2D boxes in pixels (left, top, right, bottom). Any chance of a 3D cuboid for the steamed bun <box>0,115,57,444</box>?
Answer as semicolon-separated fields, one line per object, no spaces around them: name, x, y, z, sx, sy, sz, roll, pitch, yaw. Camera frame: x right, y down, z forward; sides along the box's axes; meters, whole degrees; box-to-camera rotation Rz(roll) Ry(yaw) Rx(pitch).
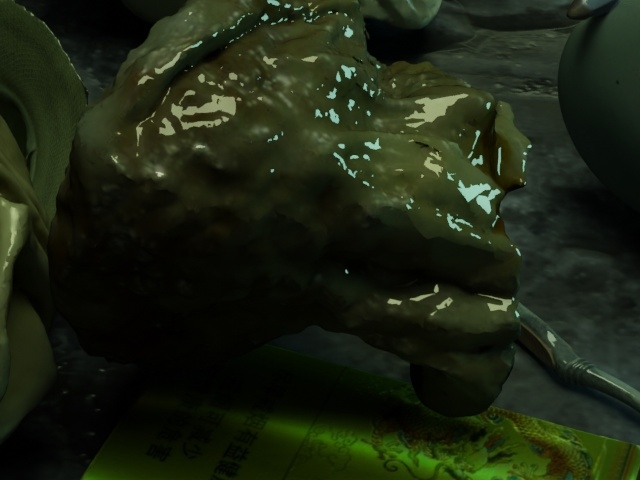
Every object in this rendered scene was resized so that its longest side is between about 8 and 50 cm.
steamed bun;-0.269;0.042;1.030;0.203;0.276;0.289;30;17;14

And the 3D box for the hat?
hat;-0.246;-0.049;1.253;0.252;0.252;0.110;25;-2;25

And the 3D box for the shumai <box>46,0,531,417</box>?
shumai;0.000;0.000;1.045;0.262;0.267;0.314;31;2;14

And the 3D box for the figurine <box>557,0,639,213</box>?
figurine;0.318;-0.121;1.403;0.224;0.205;0.382;32;20;11

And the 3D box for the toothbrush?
toothbrush;0.147;0.062;1.227;0.037;0.028;0.375;-26;46;-25

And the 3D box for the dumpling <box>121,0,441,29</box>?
dumpling;-0.071;-0.313;1.556;0.395;0.233;0.315;17;39;-5

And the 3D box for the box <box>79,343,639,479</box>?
box;0.028;0.151;1.080;0.311;0.043;0.173;14;37;13
